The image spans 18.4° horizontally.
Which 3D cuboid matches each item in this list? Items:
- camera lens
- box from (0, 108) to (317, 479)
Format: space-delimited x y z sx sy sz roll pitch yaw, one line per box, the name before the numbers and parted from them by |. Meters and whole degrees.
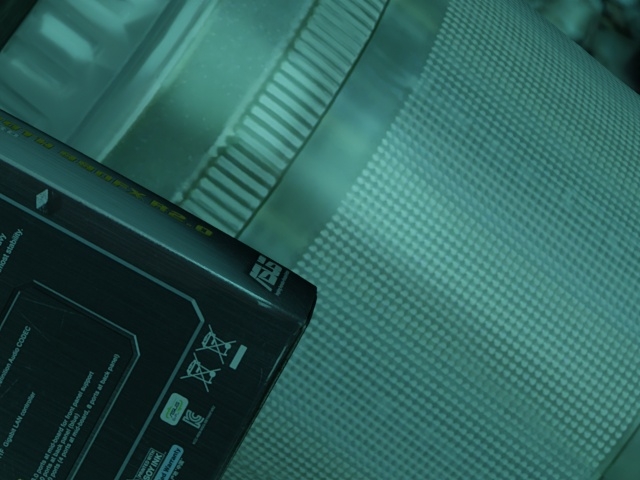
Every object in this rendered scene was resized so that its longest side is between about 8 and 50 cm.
camera lens | 0.000 0.000 0.695 0.274 0.219 0.219 37 62 -16
box | -0.134 0.072 0.557 0.183 0.056 0.231 28 98 -1
